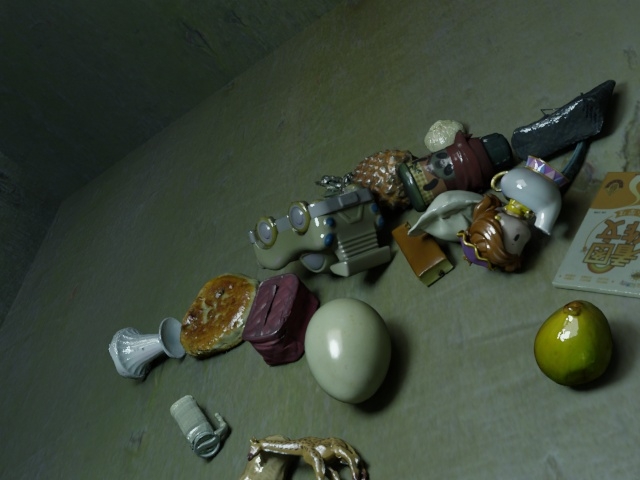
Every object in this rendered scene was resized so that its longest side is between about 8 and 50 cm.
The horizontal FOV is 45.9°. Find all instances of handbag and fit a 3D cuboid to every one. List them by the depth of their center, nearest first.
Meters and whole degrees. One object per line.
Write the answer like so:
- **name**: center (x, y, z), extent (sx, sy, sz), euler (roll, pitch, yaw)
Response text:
- **handbag**: center (0.558, -0.282, 1.767), extent (0.270, 0.088, 0.175), euler (-26, 17, 34)
- **handbag**: center (-0.103, 0.199, 1.944), extent (0.146, 0.135, 0.225), euler (-14, 41, 35)

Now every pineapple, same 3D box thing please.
- **pineapple**: center (0.125, -0.160, 2.075), extent (0.361, 0.175, 0.175), euler (2, 54, 50)

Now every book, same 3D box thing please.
- **book**: center (0.599, -0.020, 1.471), extent (0.208, 0.020, 0.295), euler (5, 56, 52)

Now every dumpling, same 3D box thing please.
- **dumpling**: center (0.316, -0.062, 1.727), extent (0.216, 0.166, 0.126), euler (8, 82, 8)

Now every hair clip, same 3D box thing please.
- **hair clip**: center (0.554, -0.161, 1.689), extent (0.229, 0.039, 0.070), euler (-51, 31, -20)

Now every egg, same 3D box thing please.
- **egg**: center (0.060, 0.239, 1.640), extent (0.188, 0.188, 0.253), euler (-30, 36, 23)

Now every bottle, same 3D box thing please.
- **bottle**: center (0.332, -0.181, 1.848), extent (0.271, 0.156, 0.143), euler (-24, 19, 5)

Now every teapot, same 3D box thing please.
- **teapot**: center (-0.303, 0.467, 1.924), extent (0.107, 0.077, 0.200), euler (-31, 27, -15)

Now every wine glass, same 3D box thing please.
- **wine glass**: center (-0.514, 0.318, 2.280), extent (0.196, 0.165, 0.165), euler (-24, 36, 26)

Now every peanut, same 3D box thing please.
- **peanut**: center (-0.131, 0.524, 1.628), extent (0.104, 0.085, 0.228), euler (14, 63, 35)

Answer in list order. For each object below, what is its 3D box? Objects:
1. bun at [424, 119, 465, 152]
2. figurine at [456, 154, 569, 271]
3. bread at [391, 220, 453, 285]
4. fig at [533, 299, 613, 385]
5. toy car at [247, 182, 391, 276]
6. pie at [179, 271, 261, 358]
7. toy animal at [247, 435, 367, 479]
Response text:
- **bun**: center (0.337, -0.289, 2.069), extent (0.115, 0.069, 0.115), euler (-29, 34, 22)
- **figurine**: center (0.403, -0.046, 1.595), extent (0.263, 0.142, 0.189), euler (-55, 43, 6)
- **bread**: center (0.243, 0.020, 1.826), extent (0.088, 0.049, 0.226), euler (-38, 30, 11)
- **fig**: center (0.444, 0.180, 1.323), extent (0.136, 0.121, 0.153), euler (14, 86, 50)
- **toy car**: center (0.000, 0.000, 1.984), extent (0.242, 0.226, 0.336), euler (-19, -2, -39)
- **pie**: center (-0.295, 0.214, 2.206), extent (0.315, 0.092, 0.315), euler (-30, 35, 24)
- **toy animal**: center (-0.024, 0.447, 1.552), extent (0.275, 0.054, 0.149), euler (23, 55, 35)
